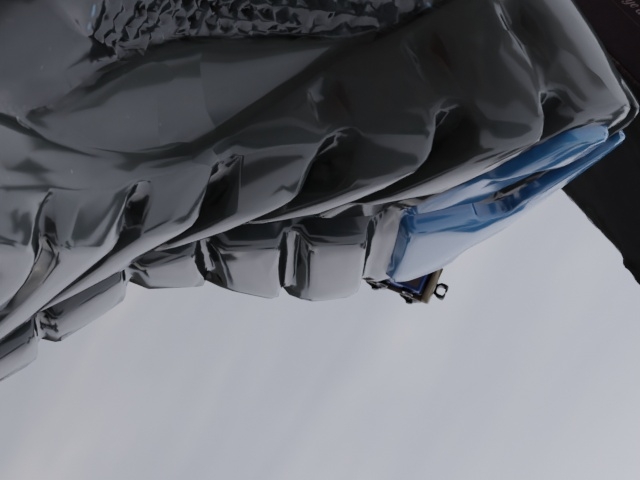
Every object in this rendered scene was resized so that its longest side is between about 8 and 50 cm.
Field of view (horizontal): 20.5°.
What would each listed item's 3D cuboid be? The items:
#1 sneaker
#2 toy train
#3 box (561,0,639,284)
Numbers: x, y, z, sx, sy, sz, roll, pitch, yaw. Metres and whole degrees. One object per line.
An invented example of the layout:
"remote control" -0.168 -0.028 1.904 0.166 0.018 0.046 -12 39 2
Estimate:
"sneaker" -0.082 -0.041 0.396 0.341 0.139 0.125 -12 160 -43
"toy train" 0.000 0.000 1.027 0.036 0.158 0.027 77 35 -70
"box" 0.146 -0.090 0.672 0.156 0.158 0.093 52 -21 37
